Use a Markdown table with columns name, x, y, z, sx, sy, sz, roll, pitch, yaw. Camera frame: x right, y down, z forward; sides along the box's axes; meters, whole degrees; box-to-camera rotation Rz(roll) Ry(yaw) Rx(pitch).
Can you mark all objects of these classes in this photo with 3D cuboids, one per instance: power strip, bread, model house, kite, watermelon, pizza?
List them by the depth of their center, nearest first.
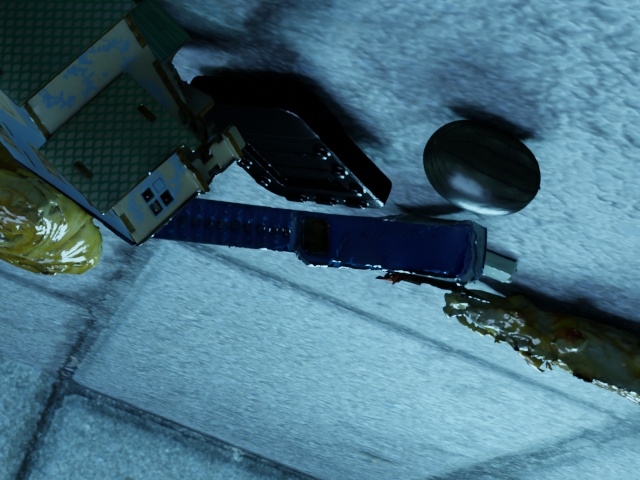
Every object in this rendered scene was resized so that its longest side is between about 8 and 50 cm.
| name | x | y | z | sx | sy | sz | roll | pitch | yaw |
| --- | --- | --- | --- | --- | --- | --- | --- | --- | --- |
| model house | -0.205 | -0.146 | 1.545 | 0.271 | 0.178 | 0.206 | 36 | 164 | 47 |
| watermelon | 0.141 | -0.060 | 1.576 | 0.110 | 0.078 | 0.078 | 23 | 164 | -12 |
| power strip | 0.162 | 0.019 | 1.910 | 0.090 | 0.016 | 0.040 | 22 | 164 | -2 |
| kite | 0.099 | 0.037 | 1.935 | 0.232 | 0.009 | 0.189 | 16 | -172 | 21 |
| pizza | 0.277 | 0.118 | 1.999 | 0.297 | 0.071 | 0.189 | 18 | 176 | 19 |
| bread | -0.358 | -0.041 | 2.161 | 0.198 | 0.120 | 0.236 | 14 | 162 | 16 |

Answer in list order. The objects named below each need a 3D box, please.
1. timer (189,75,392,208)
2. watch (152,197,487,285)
| name | x | y | z | sx | sy | sz | roll | pitch | yaw |
| --- | --- | --- | --- | --- | --- | --- | --- | --- | --- |
| timer | -0.028 | -0.095 | 1.716 | 0.144 | 0.055 | 0.187 | 7 | 156 | 35 |
| watch | -0.003 | -0.001 | 1.790 | 0.274 | 0.068 | 0.276 | 2 | -176 | -40 |
